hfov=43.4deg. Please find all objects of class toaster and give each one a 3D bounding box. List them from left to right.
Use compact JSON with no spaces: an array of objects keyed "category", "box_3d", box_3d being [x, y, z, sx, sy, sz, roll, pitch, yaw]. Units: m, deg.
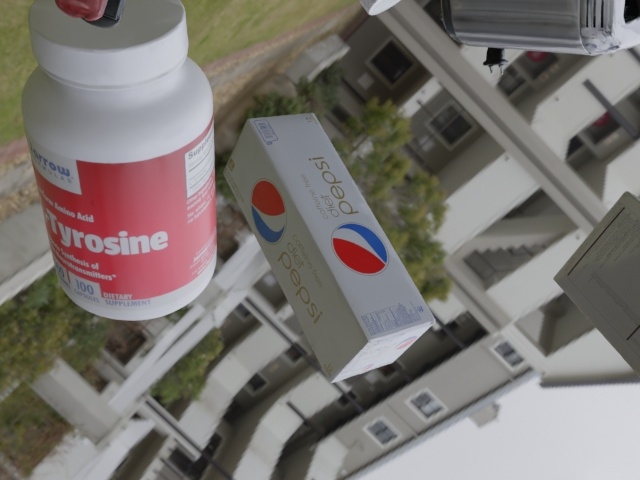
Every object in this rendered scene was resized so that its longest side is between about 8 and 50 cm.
[{"category":"toaster","box_3d":[0.178,-0.226,0.594,0.129,0.227,0.146,-21,-150,-37]}]

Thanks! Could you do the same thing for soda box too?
[{"category":"soda box","box_3d":[0.000,0.000,0.655,0.069,0.216,0.074,-11,152,-34]}]

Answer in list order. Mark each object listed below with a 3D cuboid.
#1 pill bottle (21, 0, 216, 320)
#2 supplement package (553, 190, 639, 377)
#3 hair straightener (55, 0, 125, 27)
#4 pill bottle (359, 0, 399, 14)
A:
[{"category":"pill bottle","box_3d":[-0.251,-0.108,1.035,0.229,0.229,0.407,-51,156,-42]},{"category":"supplement package","box_3d":[0.392,0.081,0.862,0.139,0.134,0.244,-55,-148,20]},{"category":"hair straightener","box_3d":[-0.150,-0.281,0.637,0.089,0.047,0.230,-47,152,-84]},{"category":"pill bottle","box_3d":[0.049,-0.406,1.084,0.112,0.186,0.112,-34,178,-1]}]
